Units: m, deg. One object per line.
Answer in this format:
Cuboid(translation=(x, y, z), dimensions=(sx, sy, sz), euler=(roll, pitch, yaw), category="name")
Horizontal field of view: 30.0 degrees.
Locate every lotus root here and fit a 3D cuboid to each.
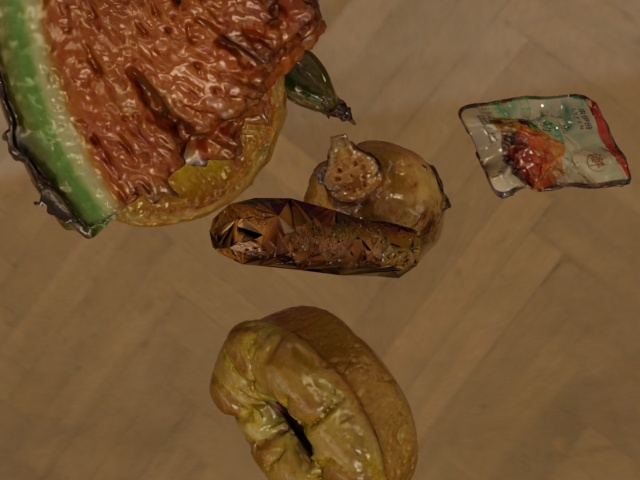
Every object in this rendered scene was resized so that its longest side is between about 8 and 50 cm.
Cuboid(translation=(0.066, -0.031, 1.316), dimensions=(0.154, 0.257, 0.140), euler=(-21, 73, 14), category="lotus root")

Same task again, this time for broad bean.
Cuboid(translation=(-0.082, -0.260, 1.637), dimensions=(0.339, 0.061, 0.077), euler=(31, 81, -11), category="broad bean")

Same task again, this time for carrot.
Cuboid(translation=(-0.001, 0.001, 1.125), dimensions=(0.229, 0.069, 0.069), euler=(8, 80, -40), category="carrot")

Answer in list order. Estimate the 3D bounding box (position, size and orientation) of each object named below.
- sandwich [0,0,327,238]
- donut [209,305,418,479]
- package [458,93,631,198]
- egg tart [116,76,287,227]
Cuboid(translation=(-0.136, -0.166, 1.041), dimensions=(0.301, 0.162, 0.250), euler=(-23, 98, 3), category="sandwich")
Cuboid(translation=(-0.002, 0.192, 1.337), dimensions=(0.128, 0.208, 0.261), euler=(-27, 74, -37), category="donut")
Cuboid(translation=(0.316, -0.138, 1.677), dimensions=(0.232, 0.040, 0.166), euler=(-6, 61, -19), category="package")
Cuboid(translation=(-0.197, -0.162, 1.498), dimensions=(0.319, 0.319, 0.128), euler=(-39, 49, -2), category="egg tart")
